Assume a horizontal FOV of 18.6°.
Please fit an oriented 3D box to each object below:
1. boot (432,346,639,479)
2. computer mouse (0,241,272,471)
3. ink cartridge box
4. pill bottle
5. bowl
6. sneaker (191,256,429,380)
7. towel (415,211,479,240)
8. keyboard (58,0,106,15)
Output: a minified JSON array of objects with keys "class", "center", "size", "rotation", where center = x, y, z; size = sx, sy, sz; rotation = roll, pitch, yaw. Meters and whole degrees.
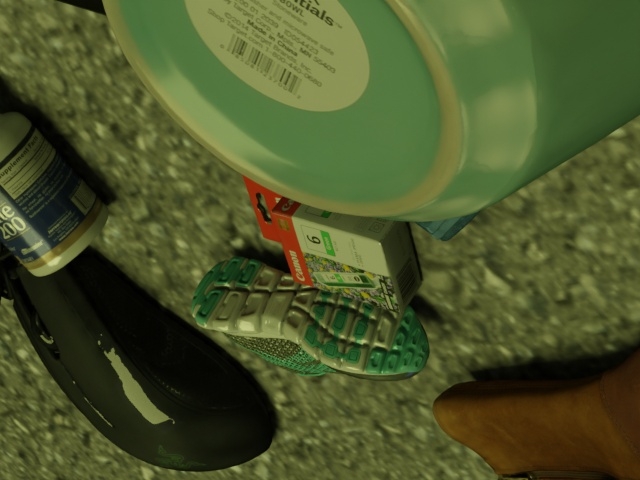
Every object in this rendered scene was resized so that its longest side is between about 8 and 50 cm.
[{"class":"boot","center":[0.215,0.169,1.098],"size":[0.264,0.096,0.280],"rotation":[45,148,-13]},{"class":"computer mouse","center":[-0.159,0.084,1.376],"size":[0.272,0.072,0.188],"rotation":[37,148,1]},{"class":"ink cartridge box","center":[0.000,0.000,1.152],"size":[0.115,0.029,0.063],"rotation":[16,143,30]},{"class":"pill bottle","center":[-0.198,-0.040,1.259],"size":[0.120,0.067,0.067],"rotation":[49,146,-19]},{"class":"bowl","center":[0.022,-0.126,0.842],"size":[0.312,0.163,0.311],"rotation":[25,147,18]},{"class":"sneaker","center":[0.003,0.056,1.209],"size":[0.166,0.065,0.076],"rotation":[16,159,36]},{"class":"towel","center":[0.036,-0.051,1.051],"size":[0.119,0.029,0.067],"rotation":[39,148,-2]},{"class":"keyboard","center":[-0.214,-0.220,1.077],"size":[0.317,0.033,0.201],"rotation":[19,150,25]}]
